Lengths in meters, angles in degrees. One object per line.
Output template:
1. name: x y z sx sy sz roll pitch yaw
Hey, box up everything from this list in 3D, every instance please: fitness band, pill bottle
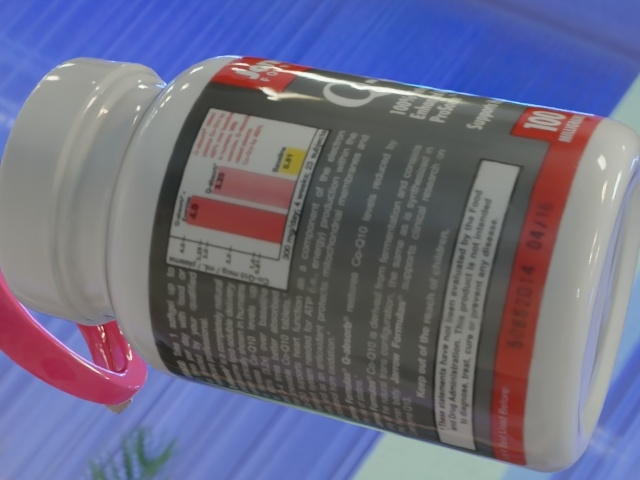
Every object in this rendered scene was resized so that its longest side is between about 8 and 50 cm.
1. fitness band: -0.276 0.074 1.440 0.209 0.054 0.291 39 8 -27
2. pill bottle: 0.000 0.000 0.859 0.363 0.210 0.210 12 -26 18
